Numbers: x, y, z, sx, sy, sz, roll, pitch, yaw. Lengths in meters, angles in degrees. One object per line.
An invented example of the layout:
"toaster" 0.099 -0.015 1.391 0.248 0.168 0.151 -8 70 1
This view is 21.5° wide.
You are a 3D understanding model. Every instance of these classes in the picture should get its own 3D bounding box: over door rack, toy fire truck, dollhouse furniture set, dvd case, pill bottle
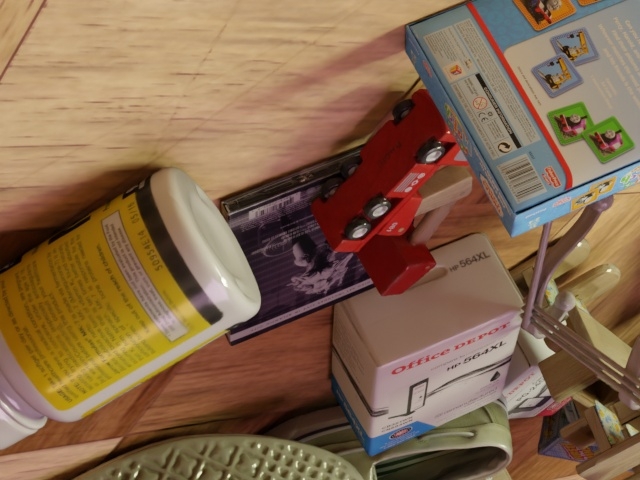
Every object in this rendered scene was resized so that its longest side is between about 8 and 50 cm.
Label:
"over door rack" 0.273 0.014 1.295 0.108 0.239 0.324 -36 145 -25
"toy fire truck" 0.068 -0.033 1.256 0.135 0.047 0.192 1 141 -47
"dollhouse furniture set" 0.315 0.118 1.583 0.161 0.212 0.242 -32 146 19
"dvd case" 0.000 0.000 1.327 0.164 0.018 0.221 -22 154 -14
"pill bottle" -0.157 0.050 1.149 0.208 0.119 0.119 -31 155 8

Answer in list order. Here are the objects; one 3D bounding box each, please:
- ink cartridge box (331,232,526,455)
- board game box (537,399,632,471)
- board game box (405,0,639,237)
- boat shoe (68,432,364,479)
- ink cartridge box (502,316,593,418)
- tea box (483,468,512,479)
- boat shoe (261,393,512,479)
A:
"ink cartridge box" 0.093 0.096 1.522 0.148 0.086 0.203 -22 155 -12
"board game box" 0.333 0.205 1.908 0.194 0.060 0.194 2 150 22
"board game box" 0.186 -0.112 1.126 0.211 0.160 0.039 -23 156 -8
"boat shoe" -0.192 0.308 1.549 0.500 0.187 0.156 -17 159 -9
"ink cartridge box" 0.212 0.132 1.735 0.150 0.063 0.109 0 144 -45
"tea box" 0.054 0.366 1.843 0.323 0.220 0.329 -24 154 -10
"boat shoe" 0.041 0.217 1.638 0.302 0.094 0.109 -23 125 7
